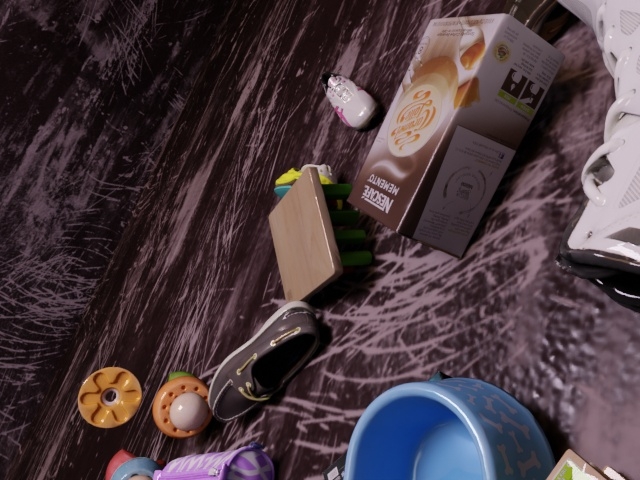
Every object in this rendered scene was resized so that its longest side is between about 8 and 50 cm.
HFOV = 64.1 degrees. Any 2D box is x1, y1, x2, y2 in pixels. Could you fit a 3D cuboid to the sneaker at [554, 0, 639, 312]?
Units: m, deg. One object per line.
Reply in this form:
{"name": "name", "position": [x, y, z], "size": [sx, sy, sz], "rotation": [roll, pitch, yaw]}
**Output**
{"name": "sneaker", "position": [0.247, -0.112, 0.400], "size": [0.257, 0.169, 0.447], "rotation": [-45, 34, 21]}

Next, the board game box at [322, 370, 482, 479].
{"name": "board game box", "position": [0.081, 0.234, 0.495], "size": [0.186, 0.026, 0.126], "rotation": [-48, 31, 20]}

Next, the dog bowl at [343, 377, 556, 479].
{"name": "dog bowl", "position": [0.082, 0.249, 0.388], "size": [0.166, 0.074, 0.297], "rotation": [-11, 62, 46]}

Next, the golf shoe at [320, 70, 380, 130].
{"name": "golf shoe", "position": [0.046, -0.258, 0.937], "size": [0.067, 0.086, 0.186], "rotation": [-51, 32, 14]}

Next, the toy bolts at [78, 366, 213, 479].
{"name": "toy bolts", "position": [-0.298, 0.323, 0.831], "size": [0.158, 0.218, 0.228], "rotation": [159, 127, -67]}

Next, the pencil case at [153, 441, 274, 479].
{"name": "pencil case", "position": [-0.149, 0.334, 0.702], "size": [0.206, 0.088, 0.086], "rotation": [-32, 47, 42]}

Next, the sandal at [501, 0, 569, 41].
{"name": "sandal", "position": [0.268, -0.271, 0.634], "size": [0.219, 0.060, 0.090], "rotation": [-63, 27, 28]}

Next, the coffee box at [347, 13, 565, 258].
{"name": "coffee box", "position": [0.147, -0.123, 0.602], "size": [0.246, 0.098, 0.141], "rotation": [-66, 27, 9]}

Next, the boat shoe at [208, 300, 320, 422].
{"name": "boat shoe", "position": [-0.086, 0.188, 0.741], "size": [0.227, 0.081, 0.068], "rotation": [-50, 26, 12]}

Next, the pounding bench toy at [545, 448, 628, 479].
{"name": "pounding bench toy", "position": [0.178, 0.195, 0.337], "size": [0.083, 0.065, 0.052], "rotation": [-58, 30, 4]}

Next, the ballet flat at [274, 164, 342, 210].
{"name": "ballet flat", "position": [-0.014, -0.100, 0.905], "size": [0.077, 0.077, 0.231], "rotation": [-49, 26, -10]}

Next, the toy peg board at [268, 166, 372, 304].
{"name": "toy peg board", "position": [0.000, 0.000, 0.763], "size": [0.160, 0.079, 0.161], "rotation": [-44, 54, 54]}
